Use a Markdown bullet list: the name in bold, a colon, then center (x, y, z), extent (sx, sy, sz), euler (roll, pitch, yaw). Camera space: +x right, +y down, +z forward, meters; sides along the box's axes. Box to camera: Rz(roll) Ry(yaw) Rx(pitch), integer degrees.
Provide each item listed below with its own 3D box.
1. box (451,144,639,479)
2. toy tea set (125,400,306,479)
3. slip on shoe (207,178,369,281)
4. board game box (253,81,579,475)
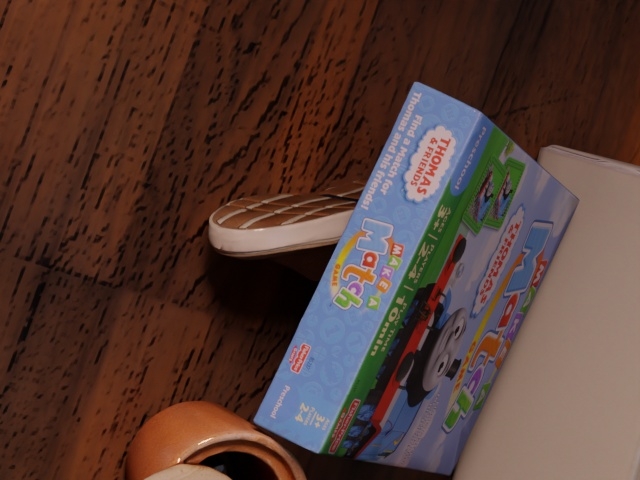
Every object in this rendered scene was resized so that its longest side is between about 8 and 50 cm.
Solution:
- **box**: center (0.148, 0.096, 1.053), extent (0.094, 0.113, 0.275), euler (10, 98, -52)
- **toy tea set**: center (0.029, 0.209, 0.878), extent (0.336, 0.124, 0.200), euler (30, 95, -28)
- **slip on shoe**: center (0.000, 0.000, 0.887), extent (0.135, 0.051, 0.041), euler (-15, 114, -55)
- **board game box**: center (0.053, 0.027, 0.911), extent (0.160, 0.039, 0.211), euler (-65, 160, 0)
